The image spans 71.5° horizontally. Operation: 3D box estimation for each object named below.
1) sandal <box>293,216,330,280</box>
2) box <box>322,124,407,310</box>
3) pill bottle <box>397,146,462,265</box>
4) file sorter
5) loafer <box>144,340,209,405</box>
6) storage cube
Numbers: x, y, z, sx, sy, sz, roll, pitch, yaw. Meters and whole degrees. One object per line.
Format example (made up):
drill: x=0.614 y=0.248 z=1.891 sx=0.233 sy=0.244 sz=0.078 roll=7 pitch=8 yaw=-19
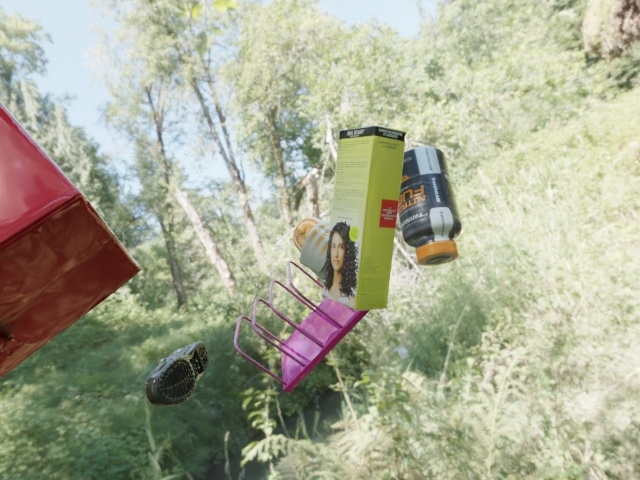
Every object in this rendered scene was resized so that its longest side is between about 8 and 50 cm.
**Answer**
sandal: x=-0.006 y=0.009 z=0.812 sx=0.102 sy=0.076 sz=0.265 roll=-59 pitch=34 yaw=0
box: x=0.056 y=-0.030 z=0.593 sx=0.058 sy=0.232 sz=0.087 roll=3 pitch=5 yaw=-31
pill bottle: x=0.234 y=-0.071 z=0.976 sx=0.130 sy=0.246 sz=0.130 roll=-6 pitch=-22 yaw=-3
file sorter: x=-0.057 y=0.180 z=1.118 sx=0.291 sy=0.182 sz=0.202 roll=-48 pitch=17 yaw=10
loafer: x=-0.285 y=0.263 z=0.863 sx=0.078 sy=0.080 sz=0.220 roll=-17 pitch=1 yaw=6
storage cube: x=-0.351 y=0.000 z=0.482 sx=0.193 sy=0.215 sz=0.184 roll=-42 pitch=-19 yaw=-21
